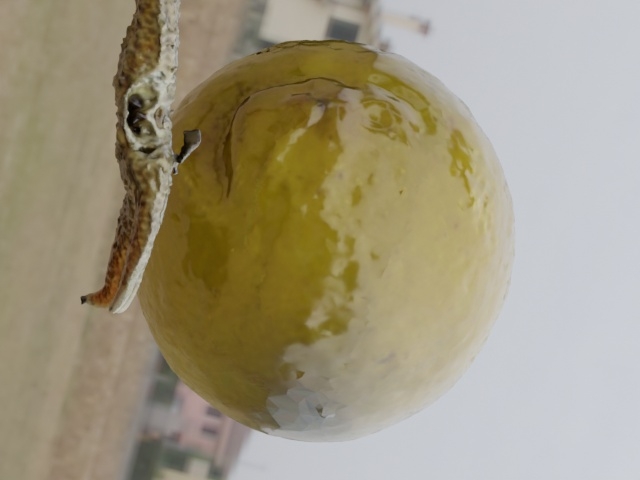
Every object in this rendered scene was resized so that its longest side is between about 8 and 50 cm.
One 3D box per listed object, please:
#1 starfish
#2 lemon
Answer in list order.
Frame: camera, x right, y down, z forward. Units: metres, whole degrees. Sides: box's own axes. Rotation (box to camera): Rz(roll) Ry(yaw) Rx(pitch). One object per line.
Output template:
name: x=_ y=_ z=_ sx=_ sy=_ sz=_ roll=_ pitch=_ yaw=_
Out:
starfish: x=-0.092 y=-0.079 z=0.964 sx=0.138 sy=0.050 sz=0.247 roll=-165 pitch=-98 yaw=-76
lemon: x=0.000 y=-0.001 z=1.303 sx=0.297 sy=0.297 sz=0.297 roll=-165 pitch=-90 yaw=-87
